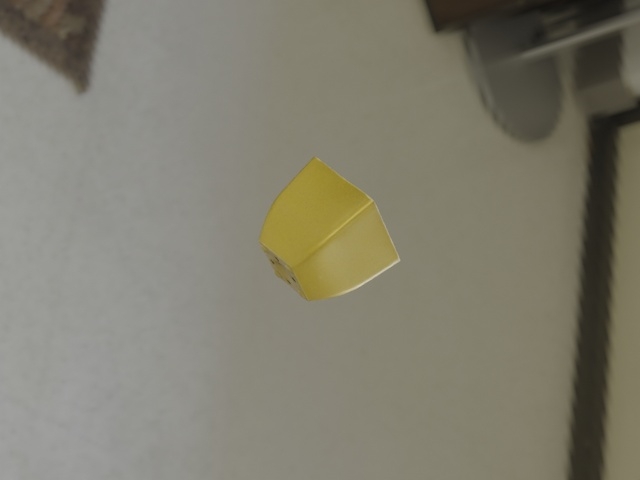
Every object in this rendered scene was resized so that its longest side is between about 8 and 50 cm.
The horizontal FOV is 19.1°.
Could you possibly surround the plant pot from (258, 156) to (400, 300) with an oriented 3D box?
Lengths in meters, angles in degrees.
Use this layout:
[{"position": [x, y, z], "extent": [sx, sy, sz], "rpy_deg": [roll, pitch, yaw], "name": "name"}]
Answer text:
[{"position": [0.000, 0.000, 1.533], "extent": [0.083, 0.081, 0.081], "rpy_deg": [-41, 138, -14], "name": "plant pot"}]
